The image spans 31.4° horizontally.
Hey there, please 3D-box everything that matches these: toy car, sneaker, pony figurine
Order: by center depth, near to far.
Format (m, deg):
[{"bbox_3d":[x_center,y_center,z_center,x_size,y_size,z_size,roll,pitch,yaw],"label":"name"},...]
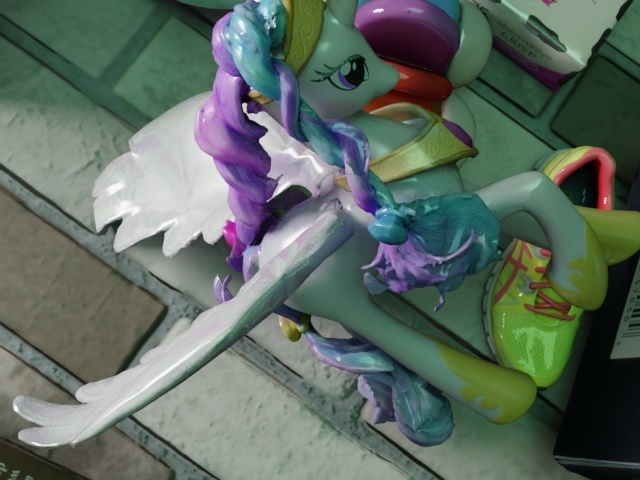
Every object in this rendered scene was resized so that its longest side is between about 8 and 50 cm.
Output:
[{"bbox_3d":[0.000,0.000,0.765,0.363,0.351,0.302,36,30,-30],"label":"pony figurine"},{"bbox_3d":[0.057,-0.141,0.892,0.159,0.136,0.182,14,77,-6],"label":"toy car"},{"bbox_3d":[0.187,0.015,0.905,0.081,0.094,0.208,14,78,-8],"label":"sneaker"}]

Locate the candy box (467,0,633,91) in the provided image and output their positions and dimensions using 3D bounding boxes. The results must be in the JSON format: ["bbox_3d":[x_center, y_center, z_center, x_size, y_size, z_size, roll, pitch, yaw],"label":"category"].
[{"bbox_3d":[0.213,-0.268,0.978,0.159,0.071,0.233,38,75,-1],"label":"candy box"}]

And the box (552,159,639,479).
[{"bbox_3d":[0.422,0.096,0.838,0.395,0.212,0.293,23,75,-15],"label":"box"}]

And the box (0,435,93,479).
[{"bbox_3d":[-0.241,0.205,0.705,0.381,0.143,0.191,34,73,-24],"label":"box"}]

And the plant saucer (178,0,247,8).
[{"bbox_3d":[-0.073,-0.277,0.920,0.195,0.037,0.195,-2,66,4],"label":"plant saucer"}]
